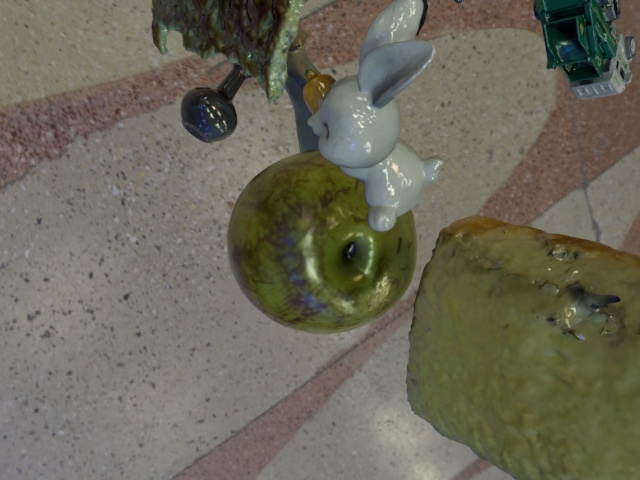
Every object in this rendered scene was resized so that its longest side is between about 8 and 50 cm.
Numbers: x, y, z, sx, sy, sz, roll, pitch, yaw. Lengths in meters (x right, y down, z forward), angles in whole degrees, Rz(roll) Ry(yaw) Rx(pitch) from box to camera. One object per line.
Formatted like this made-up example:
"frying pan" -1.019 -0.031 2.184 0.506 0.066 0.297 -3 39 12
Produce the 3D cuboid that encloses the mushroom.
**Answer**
"mushroom" -0.032 -0.347 1.503 0.159 0.122 0.329 -23 116 8

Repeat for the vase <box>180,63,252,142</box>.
"vase" -0.200 -0.287 1.242 0.120 0.120 0.183 45 70 -36

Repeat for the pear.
"pear" 0.000 0.000 0.878 0.283 0.283 0.284 -12 118 -25

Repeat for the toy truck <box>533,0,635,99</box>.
"toy truck" 0.412 -0.303 0.965 0.216 0.110 0.116 30 69 -44

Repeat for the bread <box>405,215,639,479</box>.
"bread" 0.262 0.121 0.552 0.165 0.375 0.237 -6 110 -41

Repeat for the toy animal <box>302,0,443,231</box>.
"toy animal" 0.047 -0.115 0.534 0.127 0.131 0.182 -15 135 12

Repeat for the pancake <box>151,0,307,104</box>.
"pancake" -0.140 -0.348 0.735 0.066 0.426 0.305 -15 125 -38

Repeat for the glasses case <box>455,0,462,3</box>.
"glasses case" 0.211 -0.366 0.843 0.083 0.023 0.033 -39 128 24
